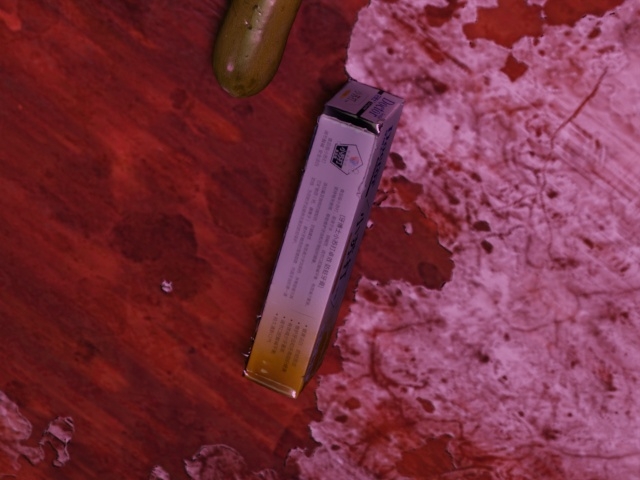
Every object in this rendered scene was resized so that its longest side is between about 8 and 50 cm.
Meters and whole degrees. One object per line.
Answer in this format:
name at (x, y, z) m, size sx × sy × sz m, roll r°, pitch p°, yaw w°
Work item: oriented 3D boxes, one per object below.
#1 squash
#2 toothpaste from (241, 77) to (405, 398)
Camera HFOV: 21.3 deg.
squash at (-0.049, -0.223, 1.584) m, size 0.066 × 0.066 × 0.201 m, roll 24°, pitch 116°, yaw 2°
toothpaste at (0.000, 0.000, 1.658) m, size 0.071 × 0.089 × 0.312 m, roll 22°, pitch 117°, yaw 11°
